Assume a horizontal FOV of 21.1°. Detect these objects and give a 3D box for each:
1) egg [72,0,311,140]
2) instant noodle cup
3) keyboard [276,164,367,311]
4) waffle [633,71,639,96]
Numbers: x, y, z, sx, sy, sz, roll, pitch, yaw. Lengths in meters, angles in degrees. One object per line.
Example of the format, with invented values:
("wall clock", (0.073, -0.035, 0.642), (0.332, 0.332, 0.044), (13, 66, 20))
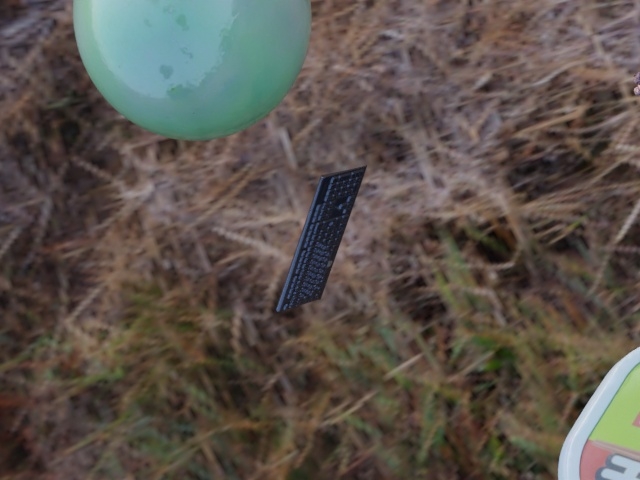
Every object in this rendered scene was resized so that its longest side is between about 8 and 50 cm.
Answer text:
("egg", (-0.118, -0.209, 1.589), (0.220, 0.269, 0.220), (1, 69, -2))
("instant noodle cup", (0.388, 0.295, 1.944), (0.294, 0.294, 0.308), (44, 161, 13))
("keyboard", (0.000, 0.000, 1.850), (0.010, 0.064, 0.198), (50, 139, 32))
("waffle", (0.354, -0.166, 1.730), (0.083, 0.075, 0.029), (143, 116, -68))
